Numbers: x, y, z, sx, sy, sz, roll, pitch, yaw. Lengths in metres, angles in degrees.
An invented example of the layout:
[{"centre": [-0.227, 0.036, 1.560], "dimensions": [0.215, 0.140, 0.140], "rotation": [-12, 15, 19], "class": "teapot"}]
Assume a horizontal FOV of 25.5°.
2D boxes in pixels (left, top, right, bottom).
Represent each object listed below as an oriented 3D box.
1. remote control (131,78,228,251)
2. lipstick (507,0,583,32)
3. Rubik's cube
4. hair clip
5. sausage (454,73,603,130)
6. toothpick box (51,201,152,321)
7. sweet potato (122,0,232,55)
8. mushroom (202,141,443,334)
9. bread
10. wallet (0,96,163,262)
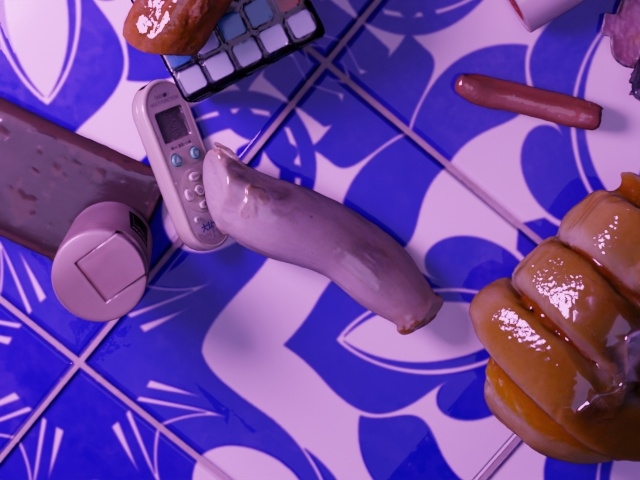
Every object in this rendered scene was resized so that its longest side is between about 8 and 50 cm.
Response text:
[{"centre": [-0.174, -0.091, 1.757], "dimensions": [0.042, 0.078, 0.221], "rotation": [-14, 100, 45], "class": "remote control"}, {"centre": [0.370, -0.370, 1.692], "dimensions": [0.327, 0.087, 0.087], "rotation": [-31, 97, 5], "class": "lipstick"}, {"centre": [-0.112, -0.282, 1.669], "dimensions": [0.187, 0.184, 0.182], "rotation": [-27, 95, 2], "class": "Rubik's cube"}, {"centre": [0.417, -0.255, 1.734], "dimensions": [0.146, 0.056, 0.187], "rotation": [18, 90, 0], "class": "hair clip"}, {"centre": [0.256, -0.171, 1.748], "dimensions": [0.186, 0.043, 0.043], "rotation": [14, 99, -1], "class": "sausage"}, {"centre": [-0.257, 0.022, 1.688], "dimensions": [0.111, 0.180, 0.111], "rotation": [-1, 103, -4], "class": "toothpick box"}, {"centre": [-0.120, -0.304, 1.535], "dimensions": [0.097, 0.097, 0.251], "rotation": [34, 90, -4], "class": "sweet potato"}, {"centre": [0.002, -0.001, 1.751], "dimensions": [0.351, 0.097, 0.109], "rotation": [30, 57, -8], "class": "mushroom"}, {"centre": [0.349, 0.120, 1.710], "dimensions": [0.341, 0.210, 0.300], "rotation": [-38, 94, 7], "class": "bread"}, {"centre": [-0.358, -0.074, 1.776], "dimensions": [0.309, 0.042, 0.165], "rotation": [24, 100, -6], "class": "wallet"}]
